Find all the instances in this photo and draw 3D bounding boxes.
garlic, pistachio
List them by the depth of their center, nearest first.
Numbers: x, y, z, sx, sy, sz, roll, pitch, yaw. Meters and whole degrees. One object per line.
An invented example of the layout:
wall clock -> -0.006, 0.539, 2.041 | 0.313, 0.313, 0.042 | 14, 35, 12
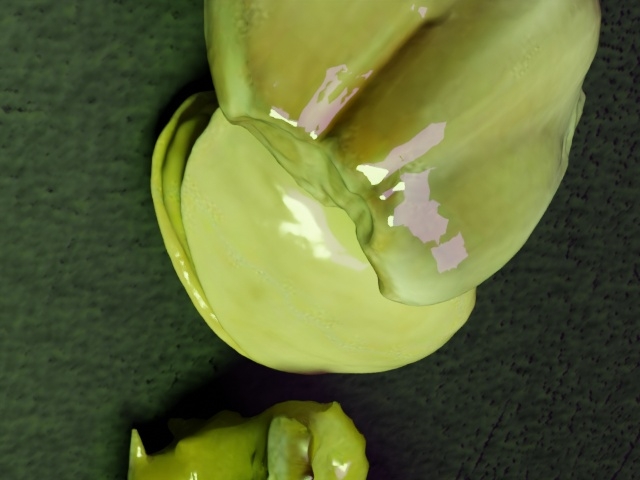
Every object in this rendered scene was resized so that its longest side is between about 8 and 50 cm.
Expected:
garlic -> 0.054, -0.111, 0.980 | 0.217, 0.110, 0.228 | 44, 57, -12
pistachio -> 0.000, 0.000, 1.053 | 0.200, 0.117, 0.145 | 33, 84, -39

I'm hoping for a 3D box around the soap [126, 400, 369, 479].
soap -> 0.027, 0.238, 1.184 | 0.304, 0.169, 0.339 | -5, 102, -52
